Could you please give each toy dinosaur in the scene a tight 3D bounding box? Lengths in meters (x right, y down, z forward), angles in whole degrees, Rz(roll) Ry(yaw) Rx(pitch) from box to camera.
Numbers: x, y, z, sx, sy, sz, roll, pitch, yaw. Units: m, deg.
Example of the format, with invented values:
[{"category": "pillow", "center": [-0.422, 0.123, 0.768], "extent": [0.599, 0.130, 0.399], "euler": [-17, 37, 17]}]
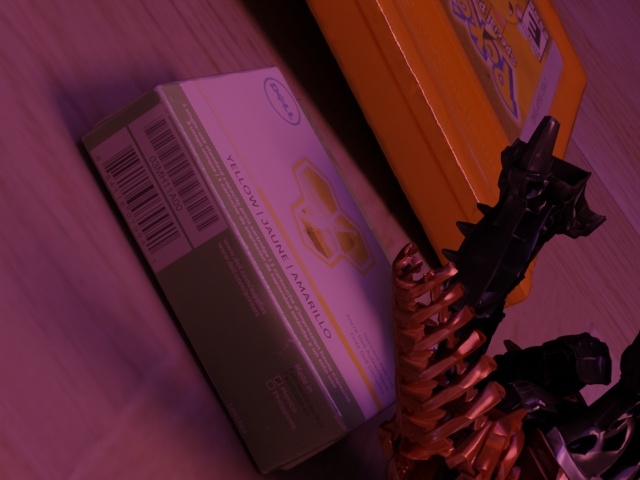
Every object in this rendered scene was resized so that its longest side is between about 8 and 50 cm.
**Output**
[{"category": "toy dinosaur", "center": [0.103, 0.078, 0.794], "extent": [0.164, 0.218, 0.322], "euler": [29, -11, 9]}]

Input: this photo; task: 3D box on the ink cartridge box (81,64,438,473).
[{"category": "ink cartridge box", "center": [0.000, 0.000, 0.878], "extent": [0.171, 0.056, 0.235], "euler": [61, 27, 4]}]

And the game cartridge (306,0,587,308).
[{"category": "game cartridge", "center": [0.076, -0.148, 1.126], "extent": [0.285, 0.052, 0.324], "euler": [61, 23, -19]}]
